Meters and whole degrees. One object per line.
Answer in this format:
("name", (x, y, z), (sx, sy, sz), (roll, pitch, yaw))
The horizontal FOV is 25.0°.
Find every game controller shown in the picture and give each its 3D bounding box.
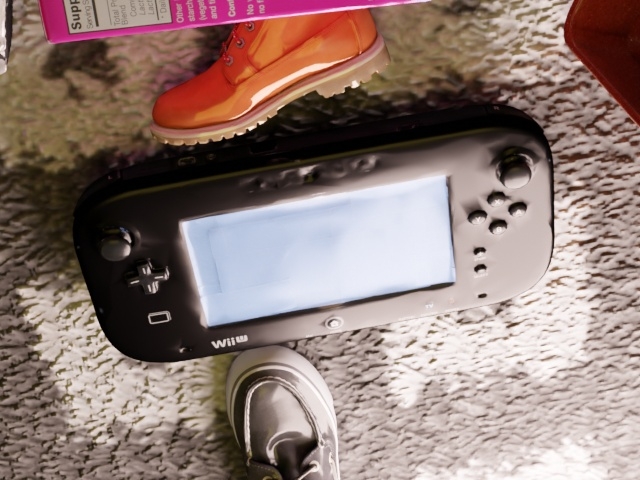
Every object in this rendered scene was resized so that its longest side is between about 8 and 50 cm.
("game controller", (0.000, 0.000, 0.971), (0.319, 0.067, 0.166), (-10, 124, 0))

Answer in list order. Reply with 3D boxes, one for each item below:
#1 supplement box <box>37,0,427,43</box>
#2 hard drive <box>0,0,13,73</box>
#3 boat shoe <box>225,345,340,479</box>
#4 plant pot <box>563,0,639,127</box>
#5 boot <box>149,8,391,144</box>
("supplement box", (-0.053, -0.194, 0.807), (0.220, 0.111, 0.114), (-6, 125, -3))
("hard drive", (-0.284, -0.253, 0.767), (0.236, 0.064, 0.339), (3, 124, -9))
("boat shoe", (-0.021, 0.184, 1.084), (0.080, 0.076, 0.228), (-9, 124, -2))
("plant pot", (0.343, -0.145, 0.823), (0.235, 0.267, 0.267), (8, 123, -28))
("boot", (-0.043, -0.118, 0.896), (0.158, 0.059, 0.085), (-25, 120, -1))
